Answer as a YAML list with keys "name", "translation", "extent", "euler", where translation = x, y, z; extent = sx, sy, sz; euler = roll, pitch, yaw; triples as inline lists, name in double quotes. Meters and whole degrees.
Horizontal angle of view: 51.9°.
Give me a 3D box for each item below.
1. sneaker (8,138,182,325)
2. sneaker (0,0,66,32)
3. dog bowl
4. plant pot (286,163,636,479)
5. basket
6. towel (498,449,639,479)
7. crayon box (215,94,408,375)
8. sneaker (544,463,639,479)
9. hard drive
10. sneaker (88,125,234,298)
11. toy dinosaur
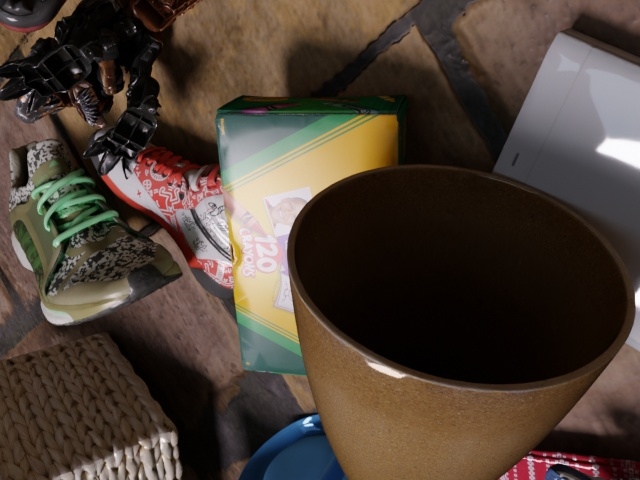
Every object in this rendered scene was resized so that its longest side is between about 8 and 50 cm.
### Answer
- name: "sneaker"
  translation: [-0.318, -0.029, 0.817]
  extent: [0.410, 0.158, 0.182]
  euler: [21, 133, 48]
- name: "sneaker"
  translation: [-0.312, -0.303, 0.727]
  extent: [0.135, 0.098, 0.276]
  euler: [112, 153, -50]
- name: "dog bowl"
  translation: [0.035, 0.282, 0.751]
  extent: [0.297, 0.166, 0.074]
  euler: [-14, 113, 42]
- name: "plant pot"
  translation: [0.088, 0.106, 0.536]
  extent: [0.237, 0.237, 0.254]
  euler: [28, 135, 26]
- name: "basket"
  translation: [-0.376, 0.362, 0.985]
  extent: [0.331, 0.267, 0.328]
  euler: [31, 130, 49]
- name: "towel"
  translation: [0.286, 0.289, 0.606]
  extent: [0.275, 0.031, 0.198]
  euler: [-4, 100, 36]
- name: "crayon box"
  translation: [0.000, 0.000, 0.652]
  extent: [0.166, 0.081, 0.278]
  euler: [2, 114, 12]
- name: "sneaker"
  translation: [0.255, 0.225, 0.554]
  extent: [0.135, 0.058, 0.052]
  euler: [30, 136, 13]
- name: "hard drive"
  translation: [0.278, -0.002, 0.494]
  extent: [0.308, 0.040, 0.203]
  euler: [34, 128, 23]
- name: "sneaker"
  translation: [-0.153, -0.069, 0.776]
  extent: [0.270, 0.090, 0.145]
  euler: [49, 131, 5]
- name: "toy dinosaur"
  translation: [-0.243, -0.213, 0.727]
  extent: [0.164, 0.218, 0.322]
  euler: [24, 136, -25]
